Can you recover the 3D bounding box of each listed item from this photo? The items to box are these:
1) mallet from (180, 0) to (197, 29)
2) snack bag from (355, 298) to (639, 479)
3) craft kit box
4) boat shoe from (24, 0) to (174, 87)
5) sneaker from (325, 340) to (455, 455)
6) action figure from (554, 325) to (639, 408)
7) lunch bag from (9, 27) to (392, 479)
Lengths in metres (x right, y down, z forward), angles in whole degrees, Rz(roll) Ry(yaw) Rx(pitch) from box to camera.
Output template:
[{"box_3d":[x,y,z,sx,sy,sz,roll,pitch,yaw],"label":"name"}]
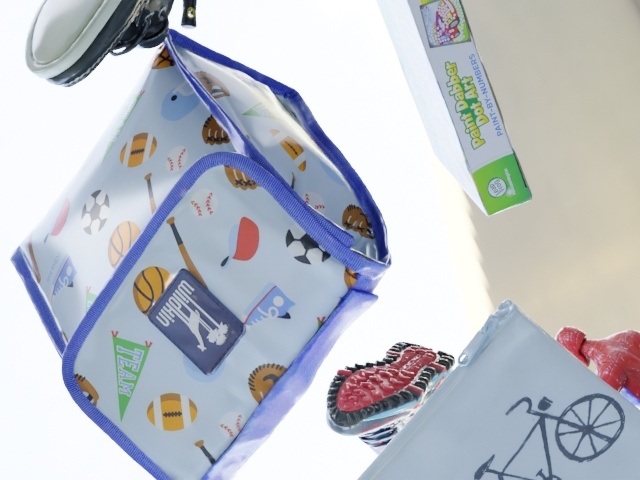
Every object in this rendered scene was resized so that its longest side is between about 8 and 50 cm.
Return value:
[{"box_3d":[-0.131,-0.322,2.050,0.062,0.039,0.189,1,-104,-24],"label":"mallet"},{"box_3d":[0.168,0.260,1.612,0.342,0.323,0.037,38,-174,-23],"label":"snack bag"},{"box_3d":[0.124,-0.173,1.898,0.250,0.061,0.246,-119,9,-71],"label":"craft kit box"},{"box_3d":[-0.194,-0.246,1.864,0.113,0.127,0.340,52,-151,-30],"label":"boat shoe"},{"box_3d":[0.087,0.207,2.204,0.262,0.104,0.125,-18,-62,-60],"label":"sneaker"},{"box_3d":[0.315,0.181,1.657,0.280,0.139,0.091,35,-140,9],"label":"action figure"},{"box_3d":[-0.114,0.028,1.882,0.239,0.328,0.385,20,-155,-40],"label":"lunch bag"}]
